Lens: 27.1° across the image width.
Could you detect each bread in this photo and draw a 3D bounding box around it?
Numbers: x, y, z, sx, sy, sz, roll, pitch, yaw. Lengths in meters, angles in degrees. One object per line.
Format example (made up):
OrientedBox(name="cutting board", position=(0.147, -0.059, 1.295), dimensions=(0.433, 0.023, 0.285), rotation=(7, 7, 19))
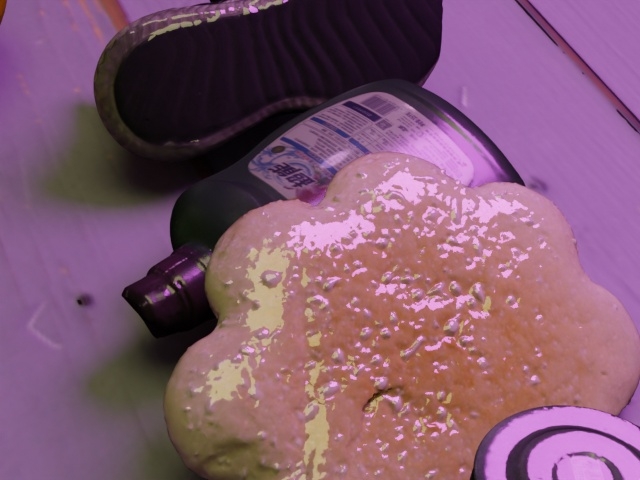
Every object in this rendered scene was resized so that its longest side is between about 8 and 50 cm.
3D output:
OrientedBox(name="bread", position=(0.040, 0.046, 0.637), dimensions=(0.250, 0.039, 0.182), rotation=(-26, 82, -29))

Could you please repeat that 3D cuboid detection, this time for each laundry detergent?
OrientedBox(name="laundry detergent", position=(0.000, 0.000, 0.705), dimensions=(0.221, 0.078, 0.144), rotation=(-31, 63, -34))

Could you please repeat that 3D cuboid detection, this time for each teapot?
OrientedBox(name="teapot", position=(0.113, 0.141, 0.562), dimensions=(0.092, 0.091, 0.124), rotation=(-11, 41, -18))

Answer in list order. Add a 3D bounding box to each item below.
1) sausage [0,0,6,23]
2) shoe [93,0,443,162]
OrientedBox(name="sausage", position=(-0.274, -0.089, 0.729), dimensions=(0.123, 0.123, 0.347), rotation=(13, 43, 6))
OrientedBox(name="shoe", position=(-0.038, -0.116, 0.809), dimensions=(0.227, 0.099, 0.112), rotation=(-18, 18, -23))
